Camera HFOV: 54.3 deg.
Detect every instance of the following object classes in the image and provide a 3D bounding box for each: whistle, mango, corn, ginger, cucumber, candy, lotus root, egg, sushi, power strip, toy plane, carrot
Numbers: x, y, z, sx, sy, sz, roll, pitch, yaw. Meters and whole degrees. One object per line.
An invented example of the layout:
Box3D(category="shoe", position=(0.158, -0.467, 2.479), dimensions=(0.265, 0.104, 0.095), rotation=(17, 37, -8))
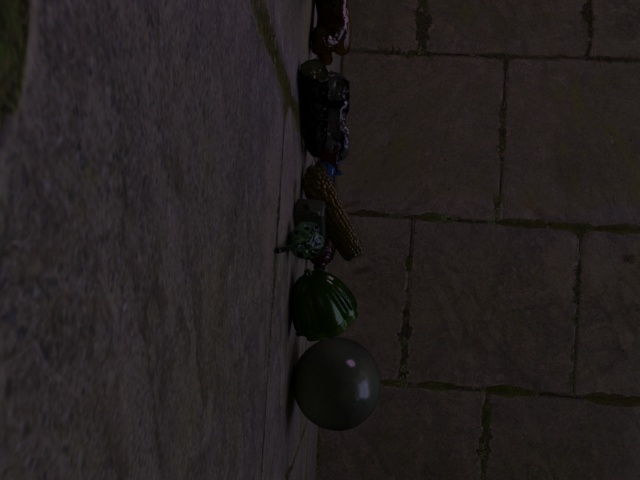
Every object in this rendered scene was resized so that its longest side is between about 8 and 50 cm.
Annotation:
Box3D(category="whistle", position=(-0.006, -0.199, 1.959), dimensions=(0.068, 0.057, 0.326), rotation=(50, 10, -7))
Box3D(category="mango", position=(0.051, -0.688, 1.990), dimensions=(0.137, 0.098, 0.195), rotation=(-128, -151, -89))
Box3D(category="corn", position=(0.030, -0.076, 1.729), dimensions=(0.288, 0.086, 0.086), rotation=(63, 0, 7))
Box3D(category="ginger", position=(0.029, -0.664, 1.756), dimensions=(0.133, 0.106, 0.310), rotation=(20, 74, -69))
Box3D(category="cucumber", position=(-0.014, -0.328, 1.593), dimensions=(0.304, 0.072, 0.081), rotation=(89, 3, -59))
Box3D(category="candy", position=(-0.054, 0.004, 1.379), dimensions=(0.305, 0.083, 0.091), rotation=(-13, 108, -78))
Box3D(category="lotus root", position=(-0.009, 0.142, 1.618), dimensions=(0.186, 0.186, 0.186), rotation=(3, 90, -87))
Box3D(category="egg", position=(0.048, 0.412, 1.809), dimensions=(0.352, 0.258, 0.259), rotation=(10, 84, -82))
Box3D(category="sushi", position=(0.029, -0.361, 1.812), dimensions=(0.124, 0.129, 0.333), rotation=(71, 24, -73))
Box3D(category="power strip", position=(-0.024, -0.030, 1.662), dimensions=(0.272, 0.078, 0.052), rotation=(86, 9, -65))
Box3D(category="toy plane", position=(0.045, -0.315, 2.355), dimensions=(0.271, 0.104, 0.254), rotation=(-84, 177, -50))
Box3D(category="carrot", position=(0.013, -0.613, 2.037), dimensions=(0.139, 0.048, 0.048), rotation=(21, 72, -84))

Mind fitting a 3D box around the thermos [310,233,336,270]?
Box3D(category="thermos", position=(0.002, 0.001, 2.092), dimensions=(0.124, 0.098, 0.232), rotation=(-24, -127, 49))
